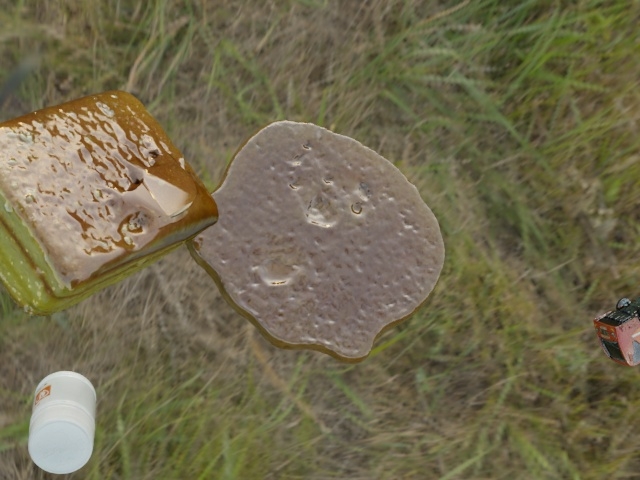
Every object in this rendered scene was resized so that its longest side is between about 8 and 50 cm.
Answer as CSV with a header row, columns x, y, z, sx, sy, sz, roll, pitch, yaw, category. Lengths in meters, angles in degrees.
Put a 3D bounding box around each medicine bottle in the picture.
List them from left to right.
x,y,z,sx,sy,sz,roll,pitch,yaw,category
-0.226,0.159,1.133,0.057,0.089,0.057,-3,113,-8,medicine bottle

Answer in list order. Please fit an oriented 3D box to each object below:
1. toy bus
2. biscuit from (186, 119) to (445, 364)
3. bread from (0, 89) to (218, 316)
x,y,z,sx,sy,sz,roll,pitch,yaw,category
0.245,0.052,0.906,0.110,0.031,0.043,-23,108,-19,toy bus
0.000,0.001,1.443,0.273,0.049,0.257,39,68,1,biscuit
-0.232,-0.044,1.273,0.184,0.110,0.234,54,40,4,bread
